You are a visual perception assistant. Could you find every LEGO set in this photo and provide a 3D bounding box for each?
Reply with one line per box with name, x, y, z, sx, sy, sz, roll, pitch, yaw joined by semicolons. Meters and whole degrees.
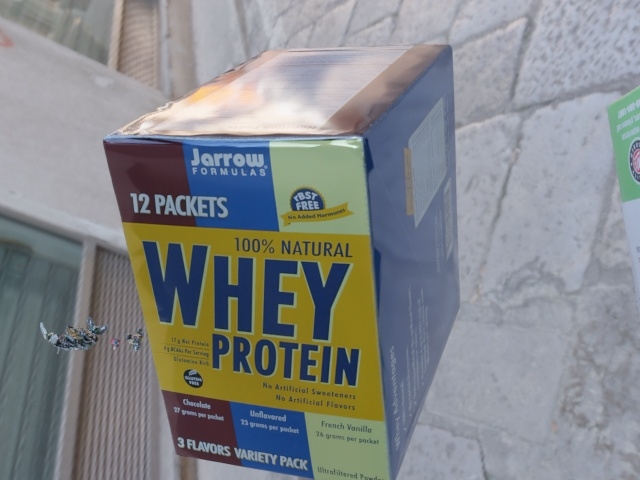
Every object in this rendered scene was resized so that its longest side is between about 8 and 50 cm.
LEGO set;-0.188;0.084;0.612;0.054;0.083;0.024;-48;-30;-73

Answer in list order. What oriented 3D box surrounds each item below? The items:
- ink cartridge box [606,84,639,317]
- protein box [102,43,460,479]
ink cartridge box;0.255;0.043;0.371;0.211;0.121;0.289;45;-143;-88
protein box;0.000;0.000;0.458;0.201;0.135;0.200;-51;-41;-57
